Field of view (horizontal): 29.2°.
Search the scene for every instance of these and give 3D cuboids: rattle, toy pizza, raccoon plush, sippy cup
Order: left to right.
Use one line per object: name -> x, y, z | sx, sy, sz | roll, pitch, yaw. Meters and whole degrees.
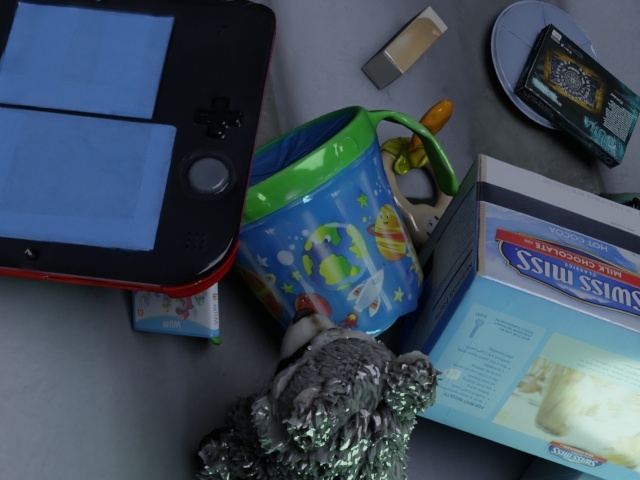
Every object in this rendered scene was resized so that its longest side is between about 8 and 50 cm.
sippy cup -> 0.000, 0.000, 1.382 | 0.224, 0.305, 0.240 | 60, 26, -14
raccoon plush -> 0.066, 0.279, 1.252 | 0.216, 0.299, 0.446 | -37, 94, -25
rattle -> 0.157, -0.053, 1.536 | 0.130, 0.142, 0.200 | 7, 63, -48
toy pizza -> 0.322, -0.249, 1.760 | 0.201, 0.032, 0.201 | 10, 68, -27

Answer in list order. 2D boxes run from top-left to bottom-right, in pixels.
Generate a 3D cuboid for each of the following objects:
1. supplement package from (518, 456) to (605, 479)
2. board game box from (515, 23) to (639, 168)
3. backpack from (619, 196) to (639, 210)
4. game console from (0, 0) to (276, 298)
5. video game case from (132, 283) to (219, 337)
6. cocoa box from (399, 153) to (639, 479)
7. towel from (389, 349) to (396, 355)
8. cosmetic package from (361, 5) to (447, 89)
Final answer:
supplement package -> 0.276, 0.377, 1.460 | 0.139, 0.134, 0.244 | 51, 56, -6
board game box -> 0.368, -0.203, 1.734 | 0.186, 0.026, 0.126 | 36, 59, -15
backpack -> 0.384, 0.050, 1.636 | 0.173, 0.117, 0.158 | -36, 95, -40
game console -> -0.255, -0.118, 1.252 | 0.386, 0.060, 0.342 | 7, 69, 3
video game case -> -0.158, 0.017, 1.306 | 0.015, 0.119, 0.166 | -8, 98, -52
cocoa box -> 0.288, 0.100, 1.411 | 0.347, 0.231, 0.228 | 20, 39, -8
towel -> 0.057, 0.185, 1.457 | 0.067, 0.029, 0.119 | 17, 67, -25
cosmetic package -> 0.111, -0.254, 1.620 | 0.041, 0.060, 0.115 | 48, 58, -9
